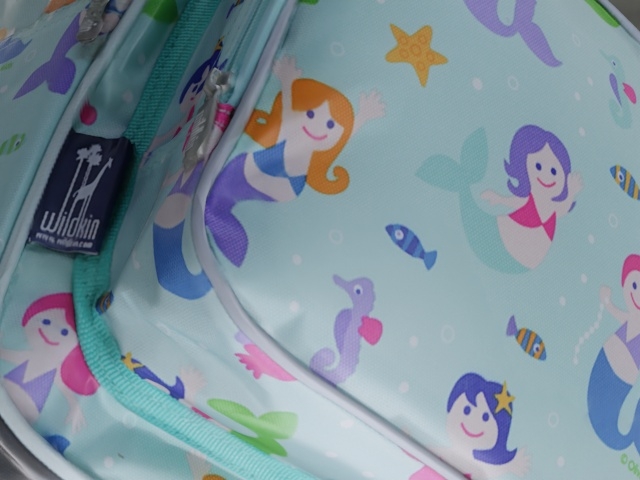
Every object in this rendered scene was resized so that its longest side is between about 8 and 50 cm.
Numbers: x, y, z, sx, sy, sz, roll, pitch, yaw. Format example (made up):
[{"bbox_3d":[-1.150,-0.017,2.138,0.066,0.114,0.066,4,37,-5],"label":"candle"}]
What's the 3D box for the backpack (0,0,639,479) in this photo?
[{"bbox_3d":[0.000,0.000,0.538,0.191,0.225,0.253,-27,-144,38],"label":"backpack"}]
